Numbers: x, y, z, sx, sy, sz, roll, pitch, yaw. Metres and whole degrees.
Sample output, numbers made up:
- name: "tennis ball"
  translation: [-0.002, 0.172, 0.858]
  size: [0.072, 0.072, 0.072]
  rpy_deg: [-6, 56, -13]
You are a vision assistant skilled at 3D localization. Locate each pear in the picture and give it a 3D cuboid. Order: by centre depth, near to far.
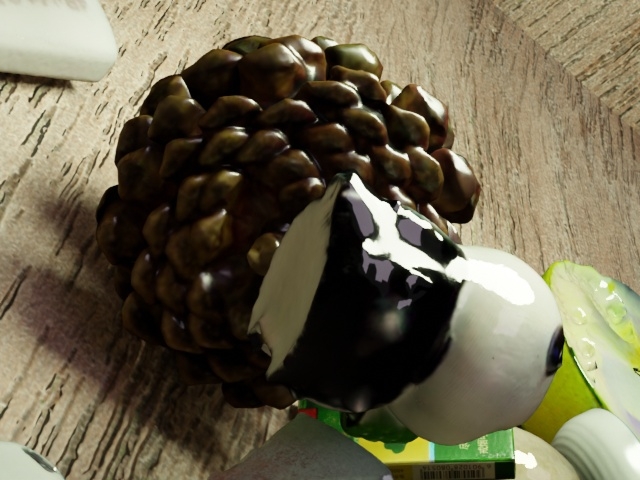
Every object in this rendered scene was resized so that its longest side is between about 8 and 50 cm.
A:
- name: "pear"
  translation: [0.391, 0.226, 1.985]
  size: [0.399, 0.165, 0.399]
  rpy_deg: [35, 29, -23]

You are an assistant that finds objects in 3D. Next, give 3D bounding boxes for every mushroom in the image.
- name: "mushroom"
  translation: [0.190, 0.308, 1.596]
  size: [0.204, 0.204, 0.204]
  rpy_deg: [35, 29, -23]

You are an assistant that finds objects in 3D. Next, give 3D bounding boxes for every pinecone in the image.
- name: "pinecone"
  translation: [-0.027, -0.025, 1.498]
  size: [0.397, 0.398, 0.398]
  rpy_deg: [35, 29, -23]

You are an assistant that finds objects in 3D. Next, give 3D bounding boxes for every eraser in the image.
- name: "eraser"
  translation: [-0.371, -0.262, 1.615]
  size: [0.270, 0.095, 0.174]
  rpy_deg: [1, 49, -57]

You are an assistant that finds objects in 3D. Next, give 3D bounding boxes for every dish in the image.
- name: "dish"
  translation: [0.315, 0.350, 1.712]
  size: [0.133, 0.273, 0.273]
  rpy_deg: [-17, 57, -13]

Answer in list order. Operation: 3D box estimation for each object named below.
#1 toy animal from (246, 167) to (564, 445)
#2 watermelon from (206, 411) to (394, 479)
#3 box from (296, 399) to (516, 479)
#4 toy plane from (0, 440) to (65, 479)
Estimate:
- name: "toy animal"
  translation: [0.077, 0.082, 1.274]
  size: [0.266, 0.212, 0.212]
  rpy_deg: [28, 32, -19]
- name: "watermelon"
  translation: [-0.067, 0.307, 1.167]
  size: [0.258, 0.228, 0.387]
  rpy_deg: [27, 40, -30]
- name: "box"
  translation: [0.089, 0.207, 1.544]
  size: [0.132, 0.235, 0.034]
  rpy_deg: [-85, 171, -56]
- name: "toy plane"
  translation: [-0.284, 0.222, 1.051]
  size: [0.266, 0.123, 0.267]
  rpy_deg: [24, 23, -11]
